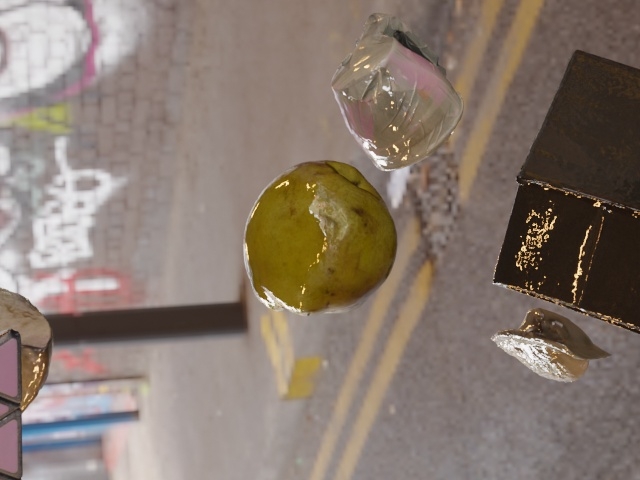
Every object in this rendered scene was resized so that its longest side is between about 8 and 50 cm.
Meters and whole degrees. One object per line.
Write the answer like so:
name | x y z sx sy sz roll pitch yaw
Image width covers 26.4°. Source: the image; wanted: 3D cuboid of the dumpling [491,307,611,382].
dumpling | 0.356 0.158 2.113 0.176 0.092 0.150 35 173 26

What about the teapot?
teapot | 0.120 -0.232 2.016 0.178 0.221 0.163 49 156 -26

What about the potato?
potato | -0.561 0.225 2.266 0.211 0.189 0.264 -115 40 -64

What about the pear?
pear | 0.000 0.000 1.662 0.200 0.200 0.200 177 90 -76

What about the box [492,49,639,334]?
box | 0.413 -0.070 1.908 0.345 0.251 0.204 -57 -19 -46

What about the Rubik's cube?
Rubik's cube | -0.285 0.154 1.163 0.178 0.190 0.211 -45 8 24
